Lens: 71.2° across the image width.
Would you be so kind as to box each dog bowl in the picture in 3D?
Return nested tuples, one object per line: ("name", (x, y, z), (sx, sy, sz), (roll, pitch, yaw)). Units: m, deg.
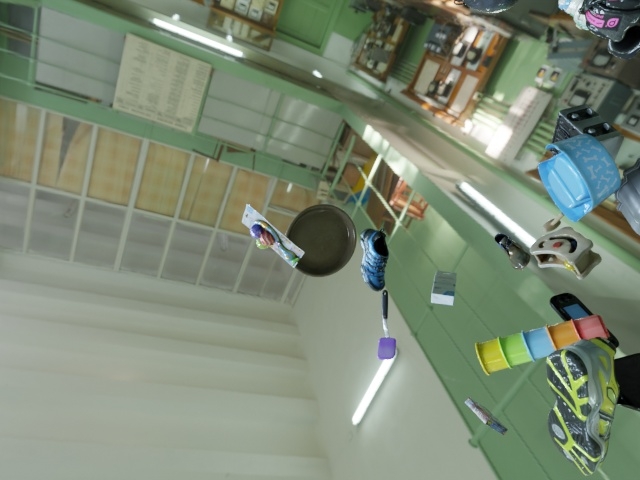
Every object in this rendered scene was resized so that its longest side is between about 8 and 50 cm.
("dog bowl", (0.578, -0.141, 1.005), (0.166, 0.074, 0.297), (64, -166, 16))

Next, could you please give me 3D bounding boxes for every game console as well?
("game console", (0.769, 0.289, 1.224), (0.213, 0.044, 0.361), (-2, -136, -29))

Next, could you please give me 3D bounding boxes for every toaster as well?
("toaster", (0.778, -0.283, 1.323), (0.110, 0.186, 0.168), (-19, -130, 0))

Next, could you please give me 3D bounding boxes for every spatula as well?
("spatula", (0.281, 0.360, 1.918), (0.084, 0.297, 0.030), (-6, 172, 33))

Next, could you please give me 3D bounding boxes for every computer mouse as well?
("computer mouse", (0.477, -0.673, 1.244), (0.188, 0.072, 0.272), (-4, -155, 2))

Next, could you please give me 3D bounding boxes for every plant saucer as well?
("plant saucer", (0.000, 0.000, 1.654), (0.277, 0.278, 0.041), (15, -170, -20))

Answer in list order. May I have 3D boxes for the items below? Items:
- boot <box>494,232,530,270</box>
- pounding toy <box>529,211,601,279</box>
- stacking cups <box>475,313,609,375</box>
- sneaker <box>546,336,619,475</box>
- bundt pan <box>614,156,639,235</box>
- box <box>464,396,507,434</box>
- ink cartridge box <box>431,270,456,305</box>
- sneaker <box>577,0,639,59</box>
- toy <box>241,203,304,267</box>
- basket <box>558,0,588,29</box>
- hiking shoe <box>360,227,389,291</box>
("boot", (0.721, 0.041, 1.700), (0.106, 0.082, 0.219), (37, -161, -1))
("pounding toy", (0.787, 0.010, 1.497), (0.155, 0.154, 0.269), (50, -167, -17))
("stacking cups", (0.577, 0.264, 1.181), (0.096, 0.316, 0.096), (44, -150, -35))
("sneaker", (0.641, 0.400, 1.057), (0.147, 0.385, 0.145), (-22, -151, -15))
("bundt pan", (0.808, -0.088, 0.916), (0.330, 0.331, 0.124), (17, -127, -16))
("box", (0.582, 0.617, 1.575), (0.094, 0.027, 0.137), (35, -178, -16))
("ink cartridge box", (0.597, 0.226, 2.150), (0.104, 0.060, 0.180), (6, -145, 19))
("sneaker", (0.639, -0.528, 0.905), (0.482, 0.202, 0.185), (19, -157, -45))
("toy", (-0.169, 0.001, 1.443), (0.237, 0.137, 0.056), (38, -120, 1))
("basket", (0.845, -0.677, 1.251), (0.288, 0.201, 0.254), (29, -144, 25))
("hiking shoe", (0.257, 0.096, 2.066), (0.113, 0.304, 0.132), (-15, -170, -28))
